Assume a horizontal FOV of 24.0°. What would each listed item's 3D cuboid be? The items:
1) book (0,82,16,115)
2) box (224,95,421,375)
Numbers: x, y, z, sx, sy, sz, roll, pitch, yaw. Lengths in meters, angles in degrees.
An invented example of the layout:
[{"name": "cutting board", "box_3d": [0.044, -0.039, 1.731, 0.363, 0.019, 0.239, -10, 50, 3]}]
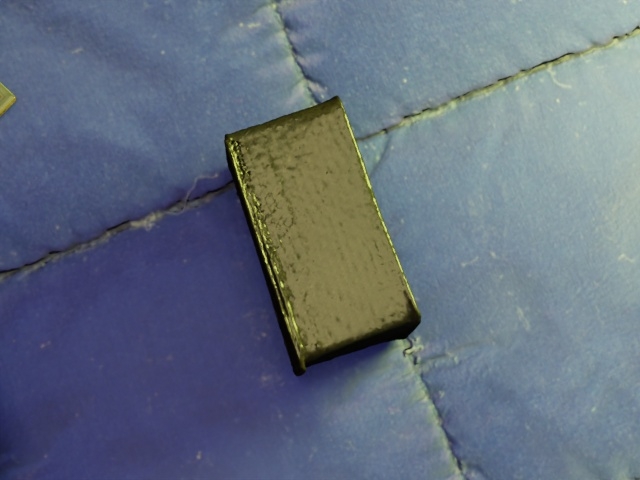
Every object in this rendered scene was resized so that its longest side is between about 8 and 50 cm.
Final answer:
[{"name": "book", "box_3d": [-0.499, -0.137, 1.760, 0.170, 0.018, 0.241, 42, 82, 4]}, {"name": "box", "box_3d": [-0.002, 0.001, 1.683, 0.143, 0.184, 0.273, -19, 83, -4]}]
